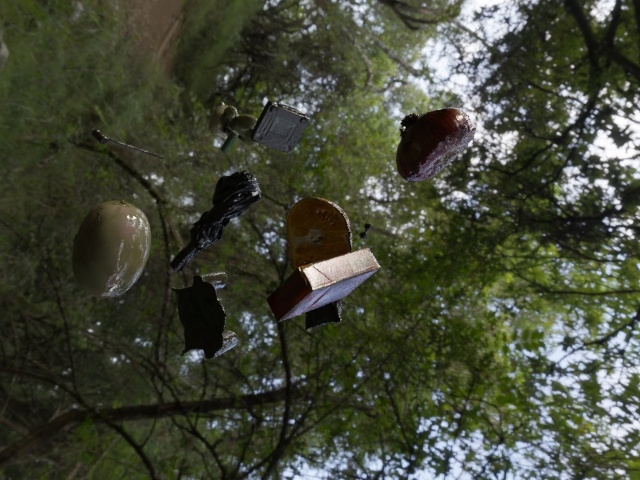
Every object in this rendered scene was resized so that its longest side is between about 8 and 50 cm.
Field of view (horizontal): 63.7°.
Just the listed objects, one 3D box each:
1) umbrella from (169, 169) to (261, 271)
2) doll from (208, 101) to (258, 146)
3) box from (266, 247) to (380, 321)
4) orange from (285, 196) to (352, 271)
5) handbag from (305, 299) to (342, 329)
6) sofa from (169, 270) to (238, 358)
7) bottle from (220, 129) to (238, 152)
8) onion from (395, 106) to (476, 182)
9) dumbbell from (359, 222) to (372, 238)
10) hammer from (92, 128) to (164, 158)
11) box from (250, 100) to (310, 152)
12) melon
[{"bbox_3d":[-0.293,-0.048,1.397,0.340,0.118,0.118,-48,-155,9],"label":"umbrella"},{"bbox_3d":[-0.329,-0.439,2.002,0.278,0.149,0.175,17,-57,40],"label":"doll"},{"bbox_3d":[0.013,0.132,1.576,0.197,0.313,0.089,-44,-111,41],"label":"box"},{"bbox_3d":[-0.003,0.001,1.976,0.274,0.274,0.310,-30,-121,58],"label":"orange"},{"bbox_3d":[0.015,0.247,2.218,0.211,0.088,0.254,-19,-122,42],"label":"handbag"},{"bbox_3d":[-0.343,0.232,1.647,0.200,0.182,0.259,-2,82,-77],"label":"sofa"},{"bbox_3d":[-0.320,-0.349,1.818,0.083,0.030,0.030,-52,-154,23],"label":"bottle"},{"bbox_3d":[0.273,-0.258,1.315,0.230,0.163,0.230,-39,164,-13],"label":"onion"},{"bbox_3d":[0.222,-0.046,2.524,0.083,0.040,0.036,-59,168,-30],"label":"dumbbell"},{"bbox_3d":[-0.632,-0.313,1.736,0.058,0.292,0.029,42,-77,25],"label":"hammer"},{"bbox_3d":[-0.107,-0.293,1.348,0.125,0.126,0.027,-55,-144,31],"label":"box"},{"bbox_3d":[-0.655,0.024,1.621,0.223,0.223,0.317,-153,-103,-69],"label":"melon"}]
